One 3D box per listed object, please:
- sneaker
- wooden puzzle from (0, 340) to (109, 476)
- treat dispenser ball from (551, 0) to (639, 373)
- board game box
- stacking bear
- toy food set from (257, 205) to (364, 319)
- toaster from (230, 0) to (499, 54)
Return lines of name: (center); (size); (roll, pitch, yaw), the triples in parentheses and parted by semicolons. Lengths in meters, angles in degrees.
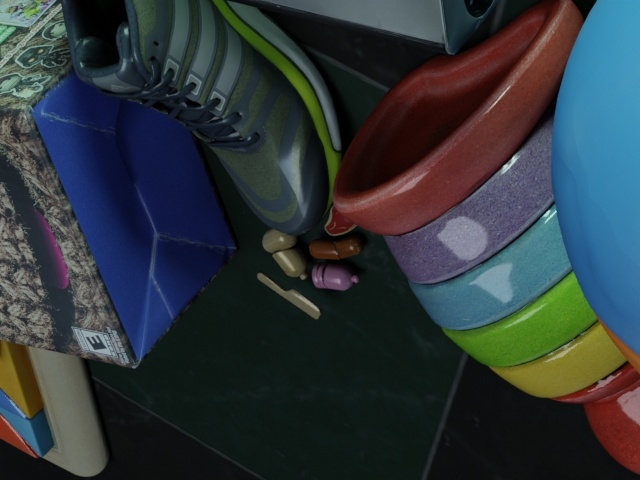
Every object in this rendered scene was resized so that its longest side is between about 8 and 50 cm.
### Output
sneaker: (-0.096, -0.116, 1.240); (0.111, 0.121, 0.300); (-13, 119, 47)
wooden puzzle: (-0.312, 0.106, 1.714); (0.239, 0.044, 0.221); (17, 137, 27)
treat dispenser ball: (0.252, -0.038, 0.886); (0.288, 0.288, 0.288); (23, 140, 21)
board game box: (-0.243, -0.056, 1.410); (0.291, 0.141, 0.232); (8, 133, 35)
stacking bear: (0.157, 0.026, 1.151); (0.289, 0.164, 0.175); (47, 143, -16)
toy food set: (0.000, 0.000, 1.364); (0.078, 0.019, 0.122); (35, 135, 6)
toaster: (0.028, -0.197, 1.020); (0.186, 0.168, 0.110); (17, 135, 26)
